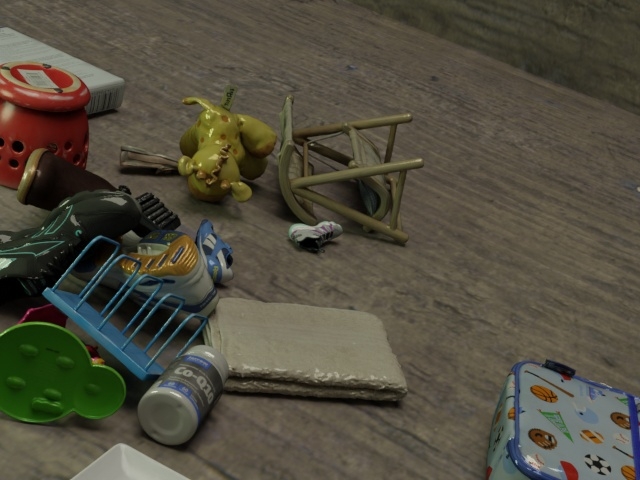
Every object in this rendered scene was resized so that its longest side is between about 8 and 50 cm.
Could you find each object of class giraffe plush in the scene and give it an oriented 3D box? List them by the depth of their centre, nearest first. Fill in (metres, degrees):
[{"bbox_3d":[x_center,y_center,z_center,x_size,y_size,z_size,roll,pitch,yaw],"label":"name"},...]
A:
[{"bbox_3d":[-0.175,-0.139,2.068,0.181,0.210,0.170,5,53,4],"label":"giraffe plush"}]

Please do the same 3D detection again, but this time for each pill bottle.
[{"bbox_3d":[-0.167,0.189,1.485,0.078,0.078,0.137,19,26,8],"label":"pill bottle"}]

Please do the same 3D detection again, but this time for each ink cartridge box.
[{"bbox_3d":[-0.602,-0.309,2.264,0.330,0.071,0.324,24,27,25],"label":"ink cartridge box"}]

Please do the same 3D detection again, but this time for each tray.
[{"bbox_3d":[-0.152,0.319,1.287,0.270,0.030,0.145,24,26,18],"label":"tray"}]

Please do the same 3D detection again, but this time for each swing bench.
[{"bbox_3d":[0.042,-0.137,2.171,0.254,0.165,0.253,7,27,-4],"label":"swing bench"}]

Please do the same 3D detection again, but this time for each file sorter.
[{"bbox_3d":[-0.244,0.087,1.522,0.170,0.104,0.118,38,-2,10],"label":"file sorter"}]

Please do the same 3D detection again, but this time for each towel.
[{"bbox_3d":[-0.026,0.155,1.670,0.282,0.049,0.187,7,29,-15],"label":"towel"}]

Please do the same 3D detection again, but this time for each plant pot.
[{"bbox_3d":[-0.476,-0.196,1.987,0.191,0.174,0.191,15,24,-7],"label":"plant pot"}]

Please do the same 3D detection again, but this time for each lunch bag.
[{"bbox_3d":[0.345,0.281,1.551,0.243,0.115,0.303,19,27,3],"label":"lunch bag"}]

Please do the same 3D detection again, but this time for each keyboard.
[{"bbox_3d":[-0.262,-0.050,1.784,0.108,0.023,0.180,34,5,-3],"label":"keyboard"}]

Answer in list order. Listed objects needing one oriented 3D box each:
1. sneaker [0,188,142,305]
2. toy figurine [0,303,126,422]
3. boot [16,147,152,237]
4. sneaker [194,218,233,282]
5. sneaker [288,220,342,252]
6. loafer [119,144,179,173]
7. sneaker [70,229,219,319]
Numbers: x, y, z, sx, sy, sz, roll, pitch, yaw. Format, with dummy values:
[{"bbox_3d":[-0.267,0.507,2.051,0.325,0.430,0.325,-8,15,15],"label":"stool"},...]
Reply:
[{"bbox_3d":[-0.363,0.021,1.622,0.267,0.101,0.106,-23,52,1],"label":"sneaker"},{"bbox_3d":[-0.324,0.140,1.476,0.173,0.130,0.159,19,14,-14],"label":"toy figurine"},{"bbox_3d":[-0.342,-0.064,1.818,0.207,0.090,0.248,20,0,1],"label":"boot"},{"bbox_3d":[-0.169,0.021,1.858,0.059,0.053,0.144,8,35,-14],"label":"sneaker"},{"bbox_3d":[0.000,0.000,2.013,0.098,0.038,0.069,-7,34,-21],"label":"sneaker"},{"bbox_3d":[-0.303,-0.137,2.122,0.125,0.039,0.045,15,-6,-33],"label":"loafer"},{"bbox_3d":[-0.270,0.050,1.703,0.296,0.131,0.112,14,54,43],"label":"sneaker"}]
